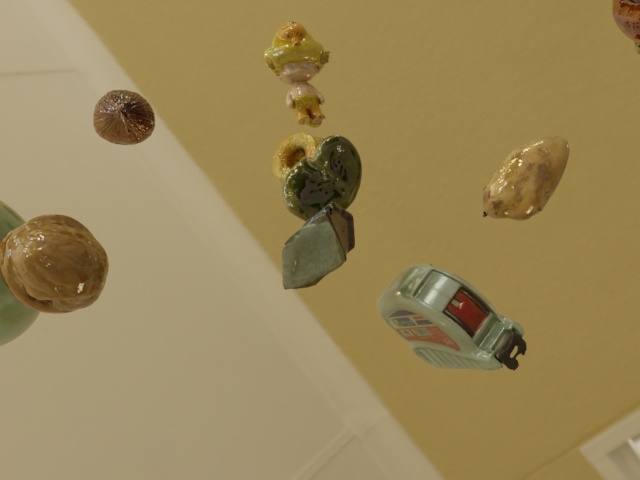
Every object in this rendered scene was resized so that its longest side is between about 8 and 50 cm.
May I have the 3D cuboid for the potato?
[{"bbox_3d":[0.444,-0.125,2.096,0.235,0.161,0.128,-31,-124,-31],"label":"potato"}]

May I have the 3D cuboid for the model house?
[{"bbox_3d":[-0.006,0.004,1.837,0.106,0.165,0.152,53,-156,-10],"label":"model house"}]

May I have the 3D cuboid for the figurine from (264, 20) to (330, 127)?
[{"bbox_3d":[-0.048,-0.382,2.238,0.156,0.131,0.246,-7,-104,-13],"label":"figurine"}]

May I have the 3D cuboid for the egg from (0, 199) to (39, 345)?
[{"bbox_3d":[-0.621,0.050,1.684,0.276,0.276,0.389,63,180,27],"label":"egg"}]

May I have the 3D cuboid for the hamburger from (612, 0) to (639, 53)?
[{"bbox_3d":[0.678,-0.410,1.654,0.250,0.330,0.330,37,-151,-19],"label":"hamburger"}]

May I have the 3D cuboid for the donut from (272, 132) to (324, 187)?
[{"bbox_3d":[-0.057,-0.202,2.527,0.065,0.162,0.178,38,-156,-43],"label":"donut"}]

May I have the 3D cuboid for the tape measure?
[{"bbox_3d":[0.243,0.147,1.887,0.246,0.243,0.125,45,-113,-13],"label":"tape measure"}]

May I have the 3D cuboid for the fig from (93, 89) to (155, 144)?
[{"bbox_3d":[-0.465,-0.287,2.278,0.201,0.146,0.133,-109,11,-84],"label":"fig"}]

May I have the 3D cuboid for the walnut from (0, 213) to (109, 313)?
[{"bbox_3d":[-0.396,0.034,1.461,0.166,0.166,0.149,31,-110,-30],"label":"walnut"}]

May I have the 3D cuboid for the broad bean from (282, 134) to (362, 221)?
[{"bbox_3d":[0.008,-0.125,2.108,0.153,0.206,0.072,32,165,-3],"label":"broad bean"}]
